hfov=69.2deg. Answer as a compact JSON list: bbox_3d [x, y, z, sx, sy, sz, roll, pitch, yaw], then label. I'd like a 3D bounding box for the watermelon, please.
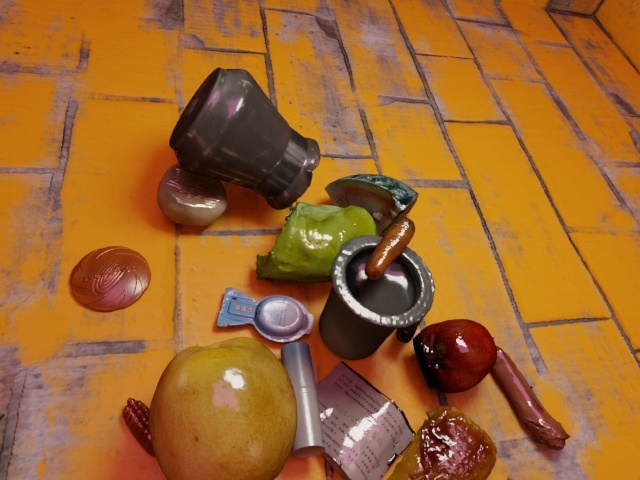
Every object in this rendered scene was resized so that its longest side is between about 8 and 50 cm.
[{"bbox_3d":[0.145,-0.098,1.402,0.290,0.213,0.320,15,9,1],"label":"watermelon"}]

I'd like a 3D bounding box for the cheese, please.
[{"bbox_3d":[-0.138,0.194,1.206,0.245,0.052,0.135,12,51,-5],"label":"cheese"}]

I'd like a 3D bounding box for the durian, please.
[{"bbox_3d":[0.000,0.000,1.277,0.340,0.204,0.255,6,58,-2],"label":"durian"}]

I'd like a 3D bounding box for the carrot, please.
[{"bbox_3d":[0.155,0.018,1.045,0.060,0.060,0.186,34,61,10],"label":"carrot"}]

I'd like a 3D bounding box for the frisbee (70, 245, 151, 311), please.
[{"bbox_3d":[-0.537,0.089,1.187,0.192,0.035,0.192,6,55,-9],"label":"frisbee"}]

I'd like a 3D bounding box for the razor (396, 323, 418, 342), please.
[{"bbox_3d":[0.240,0.212,1.236,0.054,0.090,0.148,23,21,18],"label":"razor"}]

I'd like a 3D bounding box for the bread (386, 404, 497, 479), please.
[{"bbox_3d":[0.239,0.548,1.022,0.185,0.109,0.380,39,57,12],"label":"bread"}]

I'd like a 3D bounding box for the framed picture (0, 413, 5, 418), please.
[{"bbox_3d":[-0.692,0.377,0.797,0.231,0.293,0.018,-28,91,-30],"label":"framed picture"}]

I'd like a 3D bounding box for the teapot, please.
[{"bbox_3d":[-0.211,-0.265,1.304,0.362,0.376,0.305,33,81,-30],"label":"teapot"}]

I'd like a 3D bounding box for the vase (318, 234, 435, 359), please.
[{"bbox_3d":[0.117,0.164,1.144,0.245,0.291,0.245,6,54,-8],"label":"vase"}]

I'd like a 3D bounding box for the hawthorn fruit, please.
[{"bbox_3d":[0.361,0.293,1.194,0.252,0.189,0.189,-3,57,-26],"label":"hawthorn fruit"}]

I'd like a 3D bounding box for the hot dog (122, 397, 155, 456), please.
[{"bbox_3d":[-0.378,0.402,1.006,0.062,0.038,0.144,-35,70,-31],"label":"hot dog"}]

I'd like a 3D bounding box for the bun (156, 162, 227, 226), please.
[{"bbox_3d":[-0.365,-0.121,1.324,0.193,0.128,0.178,19,51,-15],"label":"bun"}]

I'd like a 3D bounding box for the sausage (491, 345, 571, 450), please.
[{"bbox_3d":[0.527,0.403,1.218,0.078,0.078,0.304,-17,59,-24],"label":"sausage"}]

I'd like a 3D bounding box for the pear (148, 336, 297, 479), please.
[{"bbox_3d":[-0.187,0.353,0.934,0.315,0.314,0.314,7,55,-10],"label":"pear"}]

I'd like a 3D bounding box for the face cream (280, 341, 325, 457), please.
[{"bbox_3d":[-0.045,0.362,1.076,0.077,0.077,0.250,1,47,-14],"label":"face cream"}]

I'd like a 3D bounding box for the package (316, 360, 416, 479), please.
[{"bbox_3d":[0.080,0.430,1.093,0.251,0.062,0.204,41,55,19],"label":"package"}]
